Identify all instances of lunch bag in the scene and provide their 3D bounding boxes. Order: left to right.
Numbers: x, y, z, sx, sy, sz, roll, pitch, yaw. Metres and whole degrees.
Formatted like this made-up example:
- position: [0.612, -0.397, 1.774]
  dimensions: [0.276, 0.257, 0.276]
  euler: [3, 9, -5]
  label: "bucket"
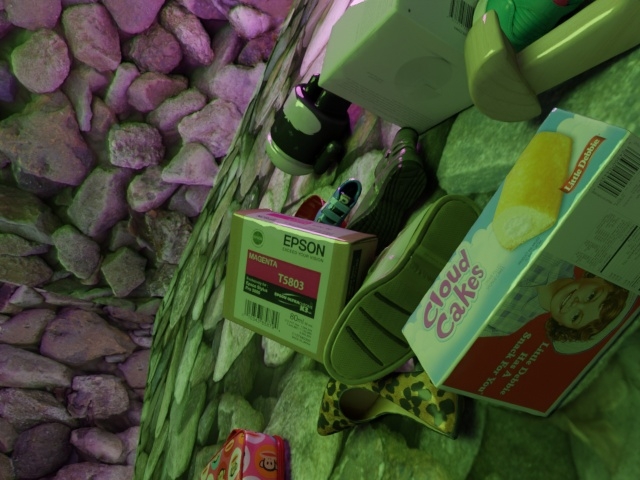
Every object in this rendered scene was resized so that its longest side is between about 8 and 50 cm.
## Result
- position: [-0.178, 0.526, 0.931]
  dimensions: [0.293, 0.120, 0.258]
  euler: [-52, 29, 36]
  label: "lunch bag"

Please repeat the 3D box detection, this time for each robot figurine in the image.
- position: [-0.031, -0.300, 1.201]
  dimensions: [0.278, 0.174, 0.209]
  euler: [-52, 19, 35]
  label: "robot figurine"

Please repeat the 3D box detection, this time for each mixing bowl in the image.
- position: [0.000, 0.000, 0.986]
  dimensions: [0.181, 0.098, 0.181]
  euler: [-45, 35, 44]
  label: "mixing bowl"

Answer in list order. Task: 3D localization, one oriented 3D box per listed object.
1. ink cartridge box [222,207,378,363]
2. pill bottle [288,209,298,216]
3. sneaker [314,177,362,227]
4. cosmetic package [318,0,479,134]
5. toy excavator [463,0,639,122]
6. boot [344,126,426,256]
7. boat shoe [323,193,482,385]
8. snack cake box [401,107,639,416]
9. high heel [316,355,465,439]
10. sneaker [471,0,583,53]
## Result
- position: [-0.042, 0.064, 0.726]
  dimensions: [0.235, 0.088, 0.193]
  euler: [15, 104, 33]
  label: "ink cartridge box"
- position: [-0.067, -0.019, 1.147]
  dimensions: [0.169, 0.094, 0.094]
  euler: [-19, 55, 61]
  label: "pill bottle"
- position: [0.033, -0.063, 0.869]
  dimensions: [0.144, 0.053, 0.059]
  euler: [-59, 5, -9]
  label: "sneaker"
- position: [0.154, -0.310, 0.743]
  dimensions: [0.225, 0.224, 0.138]
  euler: [-20, 55, 60]
  label: "cosmetic package"
- position: [0.343, -0.309, 0.384]
  dimensions: [0.434, 0.445, 0.222]
  euler: [-7, 56, 18]
  label: "toy excavator"
- position: [0.118, -0.084, 0.856]
  dimensions: [0.246, 0.084, 0.161]
  euler: [-55, 15, 34]
  label: "boot"
- position: [0.115, 0.072, 0.637]
  dimensions: [0.302, 0.113, 0.103]
  euler: [-49, -1, -9]
  label: "boat shoe"
- position: [0.219, 0.033, 0.430]
  dimensions: [0.264, 0.152, 0.089]
  euler: [-61, 25, 19]
  label: "snack cake box"
- position: [0.080, 0.246, 0.624]
  dimensions: [0.261, 0.093, 0.186]
  euler: [-50, 23, 20]
  label: "high heel"
- position: [0.308, -0.404, 0.611]
  dimensions: [0.178, 0.124, 0.295]
  euler: [-21, 54, 60]
  label: "sneaker"
